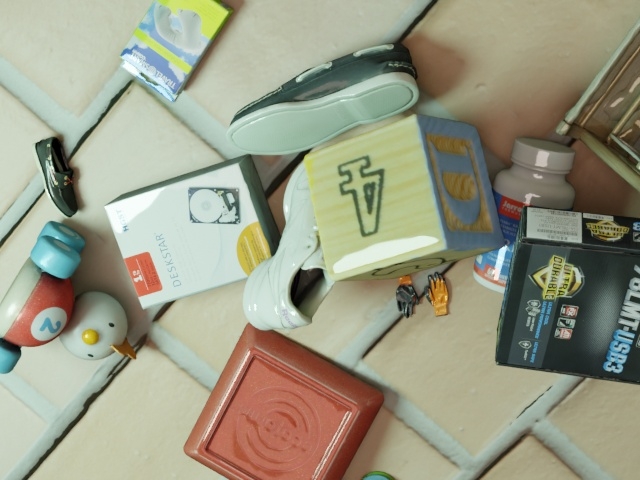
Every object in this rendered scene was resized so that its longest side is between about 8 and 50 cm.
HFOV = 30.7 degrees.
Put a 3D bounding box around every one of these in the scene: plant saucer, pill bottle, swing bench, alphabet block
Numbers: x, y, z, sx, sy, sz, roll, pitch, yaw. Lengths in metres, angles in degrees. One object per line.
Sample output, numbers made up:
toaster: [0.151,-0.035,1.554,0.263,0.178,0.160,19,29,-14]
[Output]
plant saucer: [-0.067,0.304,1.895,0.258,0.048,0.259,29,100,7]
pill bottle: [0.307,-0.036,1.732,0.124,0.124,0.222,11,107,6]
swing bench: [0.514,-0.182,1.630,0.254,0.165,0.253,43,110,23]
alphabet block: [0.120,-0.056,1.674,0.197,0.192,0.194,-18,78,33]

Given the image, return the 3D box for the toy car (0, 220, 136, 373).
toy car: [-0.392,0.128,1.864,0.238,0.210,0.219,31,97,-13]

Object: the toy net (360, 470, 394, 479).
toy net: [0.009,0.414,1.948,0.232,0.045,0.122,24,109,4]

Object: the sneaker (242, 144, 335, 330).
sneaker: [0.000,0.000,1.741,0.114,0.152,0.305,30,74,-32]

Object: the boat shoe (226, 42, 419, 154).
boat shoe: [0.001,-0.212,1.754,0.302,0.091,0.114,-13,147,11]

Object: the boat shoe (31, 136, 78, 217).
boat shoe: [-0.419,-0.101,1.871,0.042,0.049,0.133,-17,98,21]

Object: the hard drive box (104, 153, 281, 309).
hard drive box: [-0.195,-0.014,1.838,0.232,0.089,0.181,-17,101,14]

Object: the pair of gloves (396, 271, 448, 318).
pair of gloves: [0.161,0.087,1.849,0.083,0.010,0.074,-3,105,11]

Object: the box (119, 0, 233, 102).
box: [-0.226,-0.309,1.786,0.109,0.042,0.178,35,107,-1]

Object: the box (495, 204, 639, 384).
box: [0.406,0.086,1.630,0.293,0.073,0.296,8,139,6]
